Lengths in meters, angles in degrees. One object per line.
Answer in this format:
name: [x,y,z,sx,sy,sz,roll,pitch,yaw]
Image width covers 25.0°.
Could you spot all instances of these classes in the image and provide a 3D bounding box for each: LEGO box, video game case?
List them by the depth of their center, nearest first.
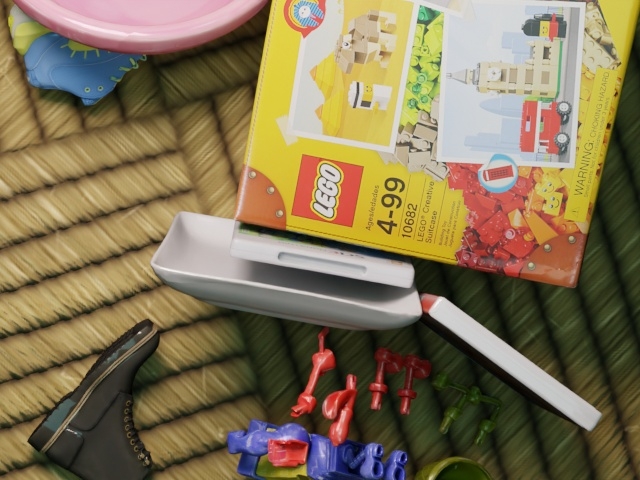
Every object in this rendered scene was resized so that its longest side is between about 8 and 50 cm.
LEGO box: [0.142,-0.239,1.541,0.372,0.193,0.500,11,100,5]
video game case: [0.184,0.123,1.561,0.204,0.285,0.025,36,87,-3]
video game case: [0.000,0.000,1.587,0.193,0.212,0.023,10,102,-4]

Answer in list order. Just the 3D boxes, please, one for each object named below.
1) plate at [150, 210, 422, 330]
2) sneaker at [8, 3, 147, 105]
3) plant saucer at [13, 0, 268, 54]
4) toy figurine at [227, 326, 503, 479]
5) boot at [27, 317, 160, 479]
plate: [-0.035,0.037,1.554,0.277,0.278,0.045,11,102,-2]
sneaker: [-0.232,-0.225,1.648,0.240,0.091,0.126,-5,119,-12]
plant saucer: [-0.200,-0.327,1.582,0.332,0.084,0.332,4,58,-7]
toy figurine: [0.018,0.225,1.634,0.362,0.217,0.191,22,69,-46]
boot: [-0.219,0.199,1.649,0.137,0.077,0.198,42,101,-7]
